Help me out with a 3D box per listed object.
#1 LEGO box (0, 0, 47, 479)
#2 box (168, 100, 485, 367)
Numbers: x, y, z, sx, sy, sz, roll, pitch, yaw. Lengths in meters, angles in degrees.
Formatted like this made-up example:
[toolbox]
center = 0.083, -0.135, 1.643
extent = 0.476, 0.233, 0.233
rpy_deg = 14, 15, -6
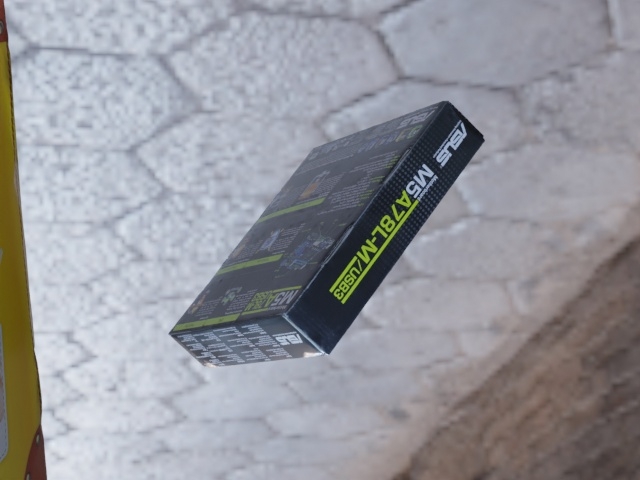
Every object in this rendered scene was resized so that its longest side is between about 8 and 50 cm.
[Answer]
[LEGO box]
center = -0.297, 0.087, 0.675
extent = 0.193, 0.372, 0.500
rpy_deg = 3, -156, 8
[box]
center = 0.000, 0.000, 1.015
extent = 0.045, 0.184, 0.190
rpy_deg = 42, 156, -17
